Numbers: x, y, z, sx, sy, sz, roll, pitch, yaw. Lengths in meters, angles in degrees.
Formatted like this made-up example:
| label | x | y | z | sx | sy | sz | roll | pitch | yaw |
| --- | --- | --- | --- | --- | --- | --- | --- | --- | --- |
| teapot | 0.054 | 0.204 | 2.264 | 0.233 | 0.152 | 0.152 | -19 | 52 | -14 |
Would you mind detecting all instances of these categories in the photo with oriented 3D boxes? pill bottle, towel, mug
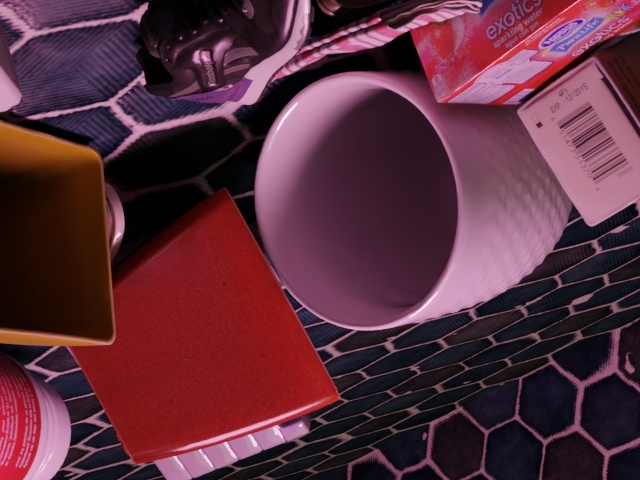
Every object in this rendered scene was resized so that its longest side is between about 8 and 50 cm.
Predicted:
| label | x | y | z | sx | sy | sz | roll | pitch | yaw |
| --- | --- | --- | --- | --- | --- | --- | --- | --- | --- |
| pill bottle | -0.512 | 0.247 | 2.070 | 0.229 | 0.229 | 0.407 | -24 | 162 | 16 |
| towel | 0.045 | -0.197 | 1.500 | 0.144 | 0.029 | 0.197 | -22 | -176 | -42 |
| mug | 0.095 | -0.060 | 1.774 | 0.374 | 0.276 | 0.328 | 6 | -170 | 37 |

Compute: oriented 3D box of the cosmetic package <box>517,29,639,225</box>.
| label | x | y | z | sx | sy | sz | roll | pitch | yaw |
| --- | --- | --- | --- | --- | --- | --- | --- | --- | --- |
| cosmetic package | 0.367 | -0.151 | 1.648 | 0.296 | 0.153 | 0.129 | -31 | 177 | -43 |

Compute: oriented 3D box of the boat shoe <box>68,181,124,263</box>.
| label | x | y | z | sx | sy | sz | roll | pitch | yaw |
| --- | --- | --- | --- | --- | --- | --- | --- | --- | --- |
| boat shoe | -0.348 | 0.023 | 1.756 | 0.324 | 0.117 | 0.096 | -26 | 165 | 40 |

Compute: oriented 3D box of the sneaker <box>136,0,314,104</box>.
| label | x | y | z | sx | sy | sz | roll | pitch | yaw |
| --- | --- | --- | --- | --- | --- | --- | --- | --- | --- |
| sneaker | -0.092 | -0.194 | 1.379 | 0.124 | 0.107 | 0.283 | -6 | 159 | -20 |

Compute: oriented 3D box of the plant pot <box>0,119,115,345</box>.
| label | x | y | z | sx | sy | sz | roll | pitch | yaw |
| --- | --- | --- | --- | --- | --- | --- | --- | --- | --- |
| plant pot | -0.353 | 0.009 | 1.582 | 0.187 | 0.212 | 0.212 | -12 | 167 | 27 |

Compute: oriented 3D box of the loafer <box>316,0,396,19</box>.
| label | x | y | z | sx | sy | sz | roll | pitch | yaw |
| --- | --- | --- | --- | --- | --- | --- | --- | --- | --- |
| loafer | 0.063 | -0.251 | 1.449 | 0.148 | 0.056 | 0.050 | -21 | 162 | -21 |

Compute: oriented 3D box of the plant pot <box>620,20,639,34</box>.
| label | x | y | z | sx | sy | sz | roll | pitch | yaw |
| --- | --- | --- | --- | --- | --- | --- | --- | --- | --- |
| plant pot | 0.354 | -0.290 | 1.663 | 0.236 | 0.032 | 0.236 | -18 | 162 | -6 |

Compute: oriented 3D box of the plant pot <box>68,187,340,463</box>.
| label | x | y | z | sx | sy | sz | roll | pitch | yaw |
| --- | --- | --- | --- | --- | --- | --- | --- | --- | --- |
| plant pot | -0.162 | 0.117 | 1.793 | 0.235 | 0.267 | 0.267 | -29 | -177 | -9 |

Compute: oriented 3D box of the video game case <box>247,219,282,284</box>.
| label | x | y | z | sx | sy | sz | roll | pitch | yaw |
| --- | --- | --- | --- | --- | --- | --- | --- | --- | --- |
| video game case | 0.000 | 0.000 | 2.078 | 0.269 | 0.061 | 0.244 | -4 | 164 | -44 |

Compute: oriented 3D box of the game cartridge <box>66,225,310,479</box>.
| label | x | y | z | sx | sy | sz | roll | pitch | yaw |
| --- | --- | --- | --- | --- | --- | --- | --- | --- | --- |
| game cartridge | -0.194 | 0.156 | 2.053 | 0.230 | 0.068 | 0.355 | -21 | 119 | 18 |

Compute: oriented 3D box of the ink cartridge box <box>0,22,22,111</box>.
| label | x | y | z | sx | sy | sz | roll | pitch | yaw |
| --- | --- | --- | --- | --- | --- | --- | --- | --- | --- |
| ink cartridge box | -0.353 | -0.163 | 1.195 | 0.172 | 0.100 | 0.237 | -19 | 162 | 0 |

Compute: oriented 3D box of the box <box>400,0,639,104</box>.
| label | x | y | z | sx | sy | sz | roll | pitch | yaw |
| --- | --- | --- | --- | --- | --- | --- | --- | --- | --- |
| box | 0.218 | -0.243 | 1.507 | 0.128 | 0.123 | 0.257 | -4 | 158 | -43 |
